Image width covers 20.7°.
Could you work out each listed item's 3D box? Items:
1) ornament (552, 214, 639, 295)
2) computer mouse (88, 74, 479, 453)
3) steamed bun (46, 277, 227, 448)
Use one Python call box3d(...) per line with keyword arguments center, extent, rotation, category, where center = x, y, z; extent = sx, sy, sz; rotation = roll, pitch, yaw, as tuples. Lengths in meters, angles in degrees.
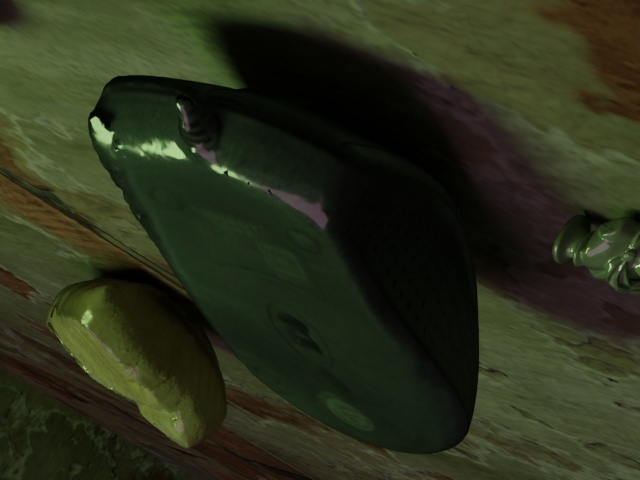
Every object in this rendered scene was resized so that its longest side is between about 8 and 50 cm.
box3d(center=(0.170, 0.014, 0.936), extent=(0.068, 0.041, 0.092), rotation=(41, 171, -28), category="ornament")
box3d(center=(0.000, 0.000, 1.035), extent=(0.188, 0.122, 0.371), rotation=(16, 157, 29), category="computer mouse")
box3d(center=(-0.180, 0.114, 1.835), extent=(0.212, 0.110, 0.231), rotation=(48, 165, -11), category="steamed bun")
